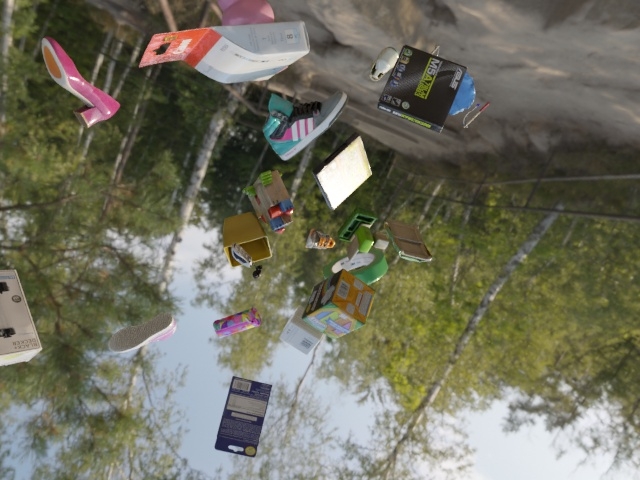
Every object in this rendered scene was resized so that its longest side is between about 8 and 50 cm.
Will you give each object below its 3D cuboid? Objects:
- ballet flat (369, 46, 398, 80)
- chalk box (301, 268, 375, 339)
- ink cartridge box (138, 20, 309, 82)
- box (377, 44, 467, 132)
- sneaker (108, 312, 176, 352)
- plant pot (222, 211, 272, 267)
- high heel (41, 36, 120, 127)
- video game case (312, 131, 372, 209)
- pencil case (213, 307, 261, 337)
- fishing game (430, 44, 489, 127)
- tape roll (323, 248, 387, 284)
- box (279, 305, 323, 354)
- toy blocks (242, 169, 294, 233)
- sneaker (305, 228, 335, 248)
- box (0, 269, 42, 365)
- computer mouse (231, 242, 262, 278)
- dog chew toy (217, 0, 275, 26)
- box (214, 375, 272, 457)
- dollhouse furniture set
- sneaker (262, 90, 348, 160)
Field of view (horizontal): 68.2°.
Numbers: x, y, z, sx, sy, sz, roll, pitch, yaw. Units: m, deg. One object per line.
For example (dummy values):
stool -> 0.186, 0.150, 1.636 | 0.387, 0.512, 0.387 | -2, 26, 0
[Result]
ballet flat -> 0.257, -0.724, 1.968 | 0.086, 0.086, 0.248 | 20, 180, -8
chalk box -> 0.056, 0.275, 1.946 | 0.179, 0.289, 0.180 | 35, -129, -14
ink cartridge box -> -0.266, -0.488, 1.273 | 0.385, 0.091, 0.308 | -18, -167, -25
box -> 0.271, -0.406, 1.264 | 0.184, 0.190, 0.045 | 23, 170, 8
sneaker -> -0.763, 0.425, 2.063 | 0.282, 0.161, 0.102 | -21, -113, -15
plant pot -> -0.376, -0.017, 2.347 | 0.212, 0.212, 0.187 | -15, -120, -7
high heel -> -0.611, -0.419, 1.220 | 0.082, 0.244, 0.117 | 19, -128, 32
video game case -> 0.098, -0.286, 1.998 | 0.035, 0.248, 0.275 | 42, 170, 31
pencil case -> -0.409, 0.405, 2.327 | 0.236, 0.104, 0.104 | -21, -170, 13
fishing game -> 0.435, -0.508, 1.577 | 0.264, 0.189, 0.041 | 47, -119, 4
tape roll -> 0.175, 0.145, 2.390 | 0.321, 0.077, 0.321 | -19, -163, 6
box -> -0.088, 0.464, 2.433 | 0.182, 0.181, 0.119 | 32, -136, -1
toy blocks -> -0.231, -0.165, 2.279 | 0.191, 0.260, 0.381 | -24, 178, -22
sneaker -> 0.000, 0.000, 2.035 | 0.083, 0.084, 0.215 | 25, -168, 16
box -> -0.993, 0.236, 1.445 | 0.169, 0.087, 0.289 | 5, -126, -61
computer mouse -> -0.333, 0.088, 2.088 | 0.193, 0.042, 0.106 | 47, -161, -21
dog chew toy -> -0.232, -0.714, 1.580 | 0.206, 0.207, 0.331 | -95, -20, -72
box -> -0.245, 0.562, 1.509 | 0.137, 0.225, 0.036 | 15, 153, -5
dollhouse furniture set -> 0.244, 0.019, 1.807 | 0.302, 0.151, 0.197 | 14, -139, -24
sneaker -> -0.072, -0.399, 1.464 | 0.178, 0.296, 0.123 | 41, -153, -26
